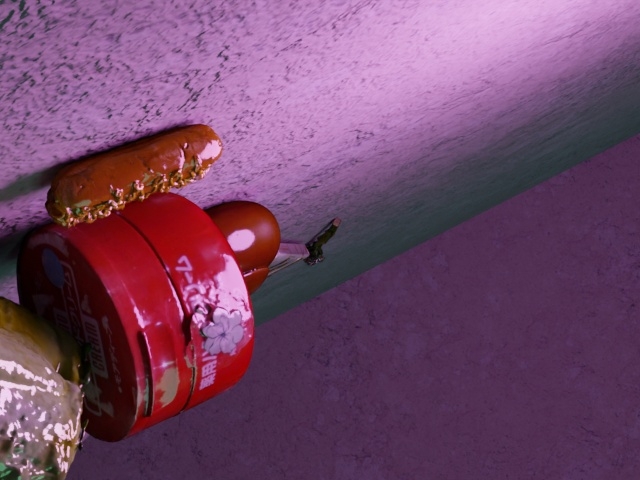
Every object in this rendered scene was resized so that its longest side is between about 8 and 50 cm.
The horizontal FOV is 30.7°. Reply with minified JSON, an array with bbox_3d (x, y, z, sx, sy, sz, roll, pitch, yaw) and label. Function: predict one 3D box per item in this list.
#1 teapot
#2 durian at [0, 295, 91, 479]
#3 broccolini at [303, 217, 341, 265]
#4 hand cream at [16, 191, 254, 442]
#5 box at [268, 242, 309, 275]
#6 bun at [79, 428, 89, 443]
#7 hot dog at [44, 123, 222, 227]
[{"bbox_3d":[-0.125,0.030,1.433,0.178,0.135,0.252,-30,174,-1],"label":"teapot"},{"bbox_3d":[-0.318,0.126,0.987,0.256,0.340,0.204,7,-118,51],"label":"durian"},{"bbox_3d":[-0.001,-0.001,2.148,0.044,0.042,0.218,-23,167,-18],"label":"broccolini"},{"bbox_3d":[-0.182,0.070,1.143,0.149,0.230,0.230,-22,172,-39],"label":"hand cream"},{"bbox_3d":[-0.101,0.042,2.047,0.122,0.032,0.220,-28,173,11],"label":"box"},{"bbox_3d":[-0.415,0.221,1.524,0.355,0.194,0.354,-24,174,-3],"label":"bun"},{"bbox_3d":[-0.161,-0.056,0.996,0.165,0.045,0.071,-24,175,-31],"label":"hot dog"}]
